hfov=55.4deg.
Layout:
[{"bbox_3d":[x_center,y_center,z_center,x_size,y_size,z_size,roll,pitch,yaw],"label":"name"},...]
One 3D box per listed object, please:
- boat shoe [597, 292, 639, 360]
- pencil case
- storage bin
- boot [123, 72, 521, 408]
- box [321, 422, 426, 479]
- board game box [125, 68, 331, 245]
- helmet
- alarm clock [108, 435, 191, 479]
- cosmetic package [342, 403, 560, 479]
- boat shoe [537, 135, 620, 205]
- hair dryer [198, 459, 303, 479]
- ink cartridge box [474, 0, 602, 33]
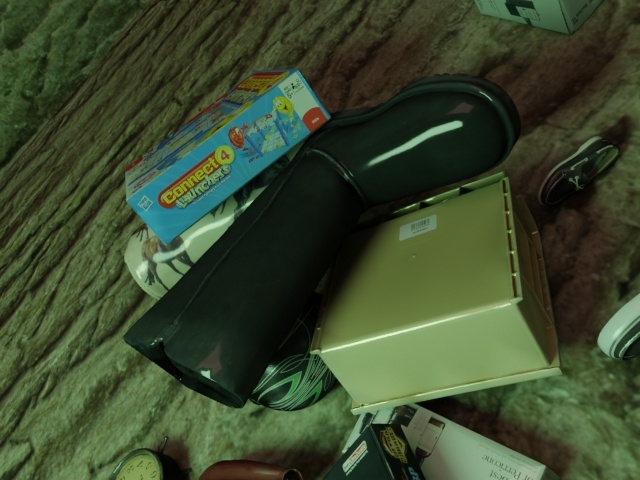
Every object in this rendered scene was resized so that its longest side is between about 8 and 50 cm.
[{"bbox_3d":[0.413,0.072,0.646,0.229,0.080,0.076,-31,45,6],"label":"boat shoe"},{"bbox_3d":[-0.139,-0.047,1.088,0.410,0.183,0.159,-33,67,11],"label":"pencil case"},{"bbox_3d":[0.145,0.060,0.789,0.262,0.123,0.260,-20,33,27],"label":"storage bin"},{"bbox_3d":[-0.001,0.000,0.749,0.367,0.146,0.445,-5,38,54],"label":"boot"},{"bbox_3d":[0.050,0.344,0.688,0.220,0.051,0.175,-57,38,29],"label":"box"},{"bbox_3d":[-0.167,-0.152,0.987,0.302,0.086,0.308,-39,23,-5],"label":"board game box"},{"bbox_3d":[-0.042,0.158,0.876,0.162,0.169,0.169,-16,50,50],"label":"helmet"},{"bbox_3d":[-0.292,0.411,0.961,0.192,0.064,0.129,-39,44,6],"label":"alarm clock"},{"bbox_3d":[0.145,0.265,0.725,0.239,0.060,0.098,15,71,44],"label":"cosmetic package"},{"bbox_3d":[0.352,-0.090,0.830,0.125,0.046,0.038,-40,38,-4],"label":"boat shoe"},{"bbox_3d":[-0.111,0.405,0.815,0.223,0.080,0.293,45,110,44],"label":"hair dryer"},{"bbox_3d":[0.379,-0.451,1.034,0.153,0.087,0.208,-50,44,-1],"label":"ink cartridge box"}]
